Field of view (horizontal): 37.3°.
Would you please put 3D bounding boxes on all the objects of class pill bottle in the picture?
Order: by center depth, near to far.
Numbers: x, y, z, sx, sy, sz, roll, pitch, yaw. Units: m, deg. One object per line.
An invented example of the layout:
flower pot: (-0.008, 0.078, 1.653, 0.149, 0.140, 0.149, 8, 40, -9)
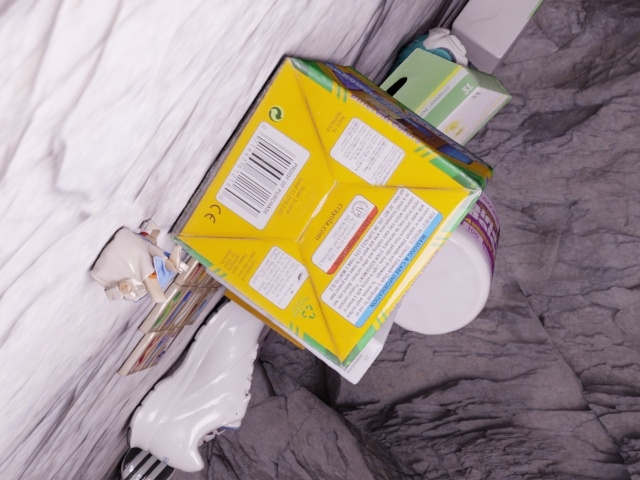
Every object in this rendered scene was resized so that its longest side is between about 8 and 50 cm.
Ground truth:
pill bottle: (0.178, 0.001, 1.403, 0.169, 0.169, 0.301, -56, -178, 27)

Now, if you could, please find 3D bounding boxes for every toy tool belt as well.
toy tool belt: (-0.114, 0.020, 0.630, 0.052, 0.051, 0.083, -54, 177, 11)

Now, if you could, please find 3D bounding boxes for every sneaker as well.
sneaker: (-0.143, 0.193, 1.341, 0.297, 0.129, 0.111, -54, 175, -16)
sneaker: (0.118, -0.208, 1.422, 0.110, 0.107, 0.275, -31, 159, -32)
sneaker: (-0.264, 0.351, 1.663, 0.281, 0.106, 0.162, -38, 172, -43)

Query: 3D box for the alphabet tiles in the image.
alphabet tiles: (-0.098, 0.003, 1.041, 0.342, 0.011, 0.285, -54, 176, -2)

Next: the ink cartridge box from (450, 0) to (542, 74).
ink cartridge box: (0.356, -0.442, 1.945, 0.207, 0.119, 0.353, -54, 177, -1)

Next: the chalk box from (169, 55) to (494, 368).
chalk box: (0.031, -0.038, 0.841, 0.180, 0.179, 0.289, -55, 173, 15)

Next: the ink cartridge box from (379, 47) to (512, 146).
ink cartridge box: (0.151, -0.176, 1.340, 0.171, 0.056, 0.235, -45, 157, 25)

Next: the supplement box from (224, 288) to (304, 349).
supplement box: (0.000, 0.000, 1.261, 0.191, 0.129, 0.194, -55, 180, 34)

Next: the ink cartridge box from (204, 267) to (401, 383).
ink cartridge box: (-0.004, 0.041, 1.015, 0.066, 0.189, 0.232, -54, 178, 13)
